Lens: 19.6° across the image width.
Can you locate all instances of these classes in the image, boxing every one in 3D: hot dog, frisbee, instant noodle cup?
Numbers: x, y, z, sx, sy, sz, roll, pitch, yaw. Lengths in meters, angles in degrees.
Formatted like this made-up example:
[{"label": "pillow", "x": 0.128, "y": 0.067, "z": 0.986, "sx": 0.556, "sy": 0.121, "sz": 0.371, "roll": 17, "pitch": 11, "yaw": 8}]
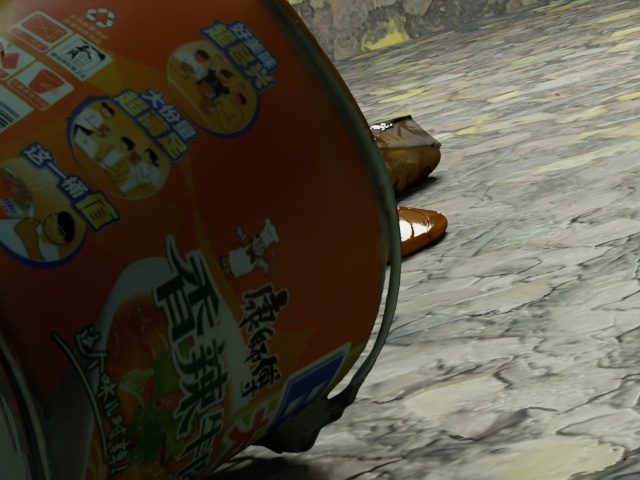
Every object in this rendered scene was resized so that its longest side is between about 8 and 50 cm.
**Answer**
[{"label": "hot dog", "x": 0.015, "y": -0.057, "z": 1.622, "sx": 0.131, "sy": 0.069, "sz": 0.252, "roll": -20, "pitch": 1, "yaw": 40}, {"label": "frisbee", "x": 0.000, "y": 0.000, "z": 1.386, "sx": 0.192, "sy": 0.035, "sz": 0.192, "roll": -14, "pitch": 9, "yaw": 2}, {"label": "instant noodle cup", "x": -0.142, "y": 0.014, "z": 0.798, "sx": 0.296, "sy": 0.296, "sz": 0.214, "roll": -8, "pitch": 21, "yaw": 39}]
